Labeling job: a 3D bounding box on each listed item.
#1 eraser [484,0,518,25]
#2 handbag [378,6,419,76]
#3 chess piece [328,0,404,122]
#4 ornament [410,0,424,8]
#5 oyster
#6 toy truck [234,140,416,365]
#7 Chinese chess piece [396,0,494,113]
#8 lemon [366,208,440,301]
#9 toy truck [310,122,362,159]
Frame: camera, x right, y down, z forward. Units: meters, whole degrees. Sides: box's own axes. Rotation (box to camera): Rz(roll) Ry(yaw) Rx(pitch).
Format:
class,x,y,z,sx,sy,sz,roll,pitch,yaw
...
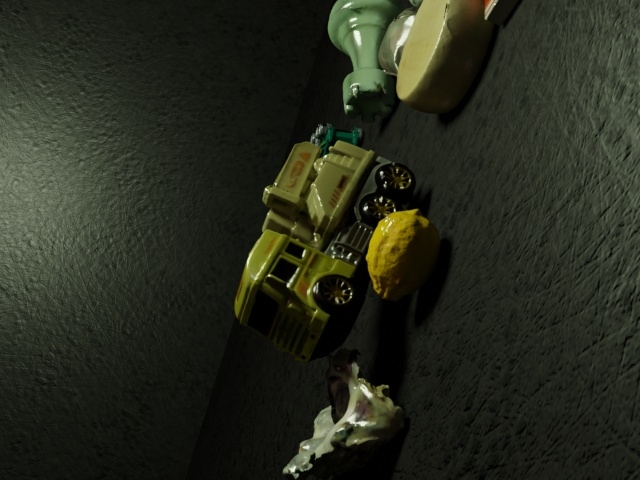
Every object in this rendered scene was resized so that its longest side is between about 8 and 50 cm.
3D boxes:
class,x,y,z,sx,sy,sz,roll,pitch,yaw
eraser,0.327,-0.490,1.540,0.157,0.038,0.230,120,164,-48
handbag,0.191,-0.413,1.911,0.182,0.117,0.270,-60,12,11
chess piece,0.114,-0.430,2.184,0.194,0.195,0.299,123,153,-53
ornament,0.243,-0.556,2.000,0.075,0.081,0.156,-39,1,-23
oyster,0.037,0.294,1.487,0.237,0.115,0.351,-66,13,-24
toy truck,0.000,0.000,1.601,0.180,0.254,0.405,107,-171,-54
Chinese chess piece,0.225,-0.351,1.663,0.251,0.097,0.250,-162,90,-79
lemon,0.129,0.023,1.452,0.114,0.114,0.155,-131,56,-78
toy truck,0.033,-0.235,2.426,0.216,0.110,0.116,160,117,-76
